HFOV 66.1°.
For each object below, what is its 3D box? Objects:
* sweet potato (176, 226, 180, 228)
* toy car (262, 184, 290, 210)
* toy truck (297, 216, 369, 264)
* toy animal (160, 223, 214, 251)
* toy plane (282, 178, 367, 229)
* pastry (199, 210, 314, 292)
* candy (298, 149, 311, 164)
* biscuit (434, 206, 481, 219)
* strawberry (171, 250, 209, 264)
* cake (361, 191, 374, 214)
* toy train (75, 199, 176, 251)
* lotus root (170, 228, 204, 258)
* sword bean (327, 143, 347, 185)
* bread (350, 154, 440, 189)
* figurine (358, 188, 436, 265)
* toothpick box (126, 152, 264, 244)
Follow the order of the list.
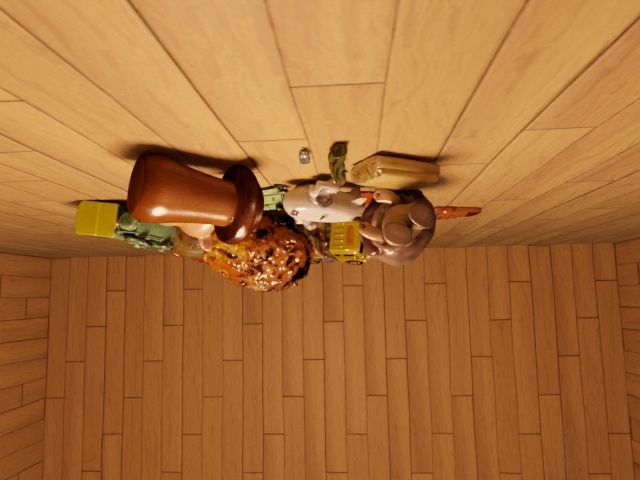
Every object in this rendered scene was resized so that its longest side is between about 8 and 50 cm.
[{"bbox_3d":[-0.457,-0.057,1.893,0.346,0.079,0.108,3,-174,-6],"label":"sweet potato"},{"bbox_3d":[-0.155,-0.119,1.430,0.143,0.073,0.054,-6,-170,31],"label":"toy car"},{"bbox_3d":[0.000,0.000,2.066,0.405,0.181,0.254,0,167,20],"label":"toy truck"},{"bbox_3d":[-0.359,-0.088,1.300,0.149,0.165,0.248,-27,153,11],"label":"toy animal"},{"bbox_3d":[0.013,-0.109,1.381,0.244,0.117,0.245,-4,157,-2],"label":"toy plane"},{"bbox_3d":[-0.197,0.036,1.730,0.405,0.292,0.337,17,-170,-40],"label":"pastry"},{"bbox_3d":[-0.033,-0.183,1.089,0.030,0.020,0.083,-1,172,-5],"label":"candy"},{"bbox_3d":[0.466,-0.102,1.871,0.280,0.043,0.183,1,177,10],"label":"biscuit"},{"bbox_3d":[-0.527,0.018,2.281,0.280,0.150,0.253,-2,155,25],"label":"strawberry"},{"bbox_3d":[0.184,-0.095,1.565,0.287,0.135,0.098,10,-175,-15],"label":"cake"},{"bbox_3d":[-0.640,-0.046,1.703,0.237,0.150,0.369,7,174,5],"label":"toy train"},{"bbox_3d":[-0.482,0.000,2.044,0.278,0.154,0.154,-3,174,-9],"label":"lotus root"},{"bbox_3d":[0.041,-0.172,1.144,0.043,0.038,0.269,23,175,5],"label":"sword bean"},{"bbox_3d":[0.179,-0.158,1.177,0.178,0.060,0.139,2,173,-25],"label":"bread"},{"bbox_3d":[0.209,-0.043,1.294,0.203,0.248,0.380,28,-178,3],"label":"figurine"},{"bbox_3d":[-0.275,-0.098,1.127,0.294,0.192,0.192,10,168,-33],"label":"toothpick box"}]
